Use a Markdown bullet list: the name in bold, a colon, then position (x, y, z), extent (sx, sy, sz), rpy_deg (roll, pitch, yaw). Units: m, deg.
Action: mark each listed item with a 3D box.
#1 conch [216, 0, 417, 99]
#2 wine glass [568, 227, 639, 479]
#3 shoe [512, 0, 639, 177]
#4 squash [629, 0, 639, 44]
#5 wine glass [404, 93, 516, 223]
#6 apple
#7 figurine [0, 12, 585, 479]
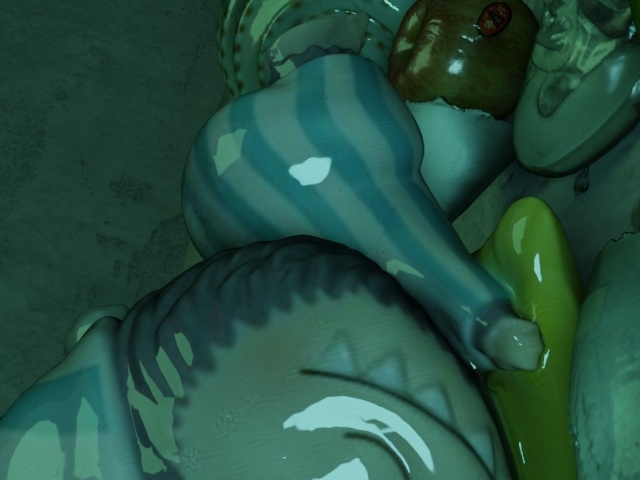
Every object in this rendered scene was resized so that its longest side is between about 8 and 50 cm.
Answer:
- **conch**: position (0.023, -0.244, 1.044), extent (0.303, 0.215, 0.319), rpy_deg (-45, 38, 27)
- **wine glass**: position (0.052, 0.117, 0.358), extent (0.096, 0.264, 0.309), rpy_deg (135, 151, -58)
- **shoe**: position (0.173, -0.169, 0.640), extent (0.103, 0.098, 0.275), rpy_deg (-100, 29, -72)
- **squash**: position (0.190, -0.081, 0.471), extent (0.292, 0.082, 0.082), rpy_deg (-89, 21, -51)
- **wine glass**: position (0.080, -0.002, 0.762), extent (0.122, 0.122, 0.183), rpy_deg (175, 110, -76)
- **apple**: position (0.113, -0.143, 0.844), extent (0.126, 0.102, 0.126), rpy_deg (-55, 23, 37)
- **figurine**: position (-0.078, 0.074, 0.539), extent (0.361, 0.377, 0.266), rpy_deg (64, 150, 29)
